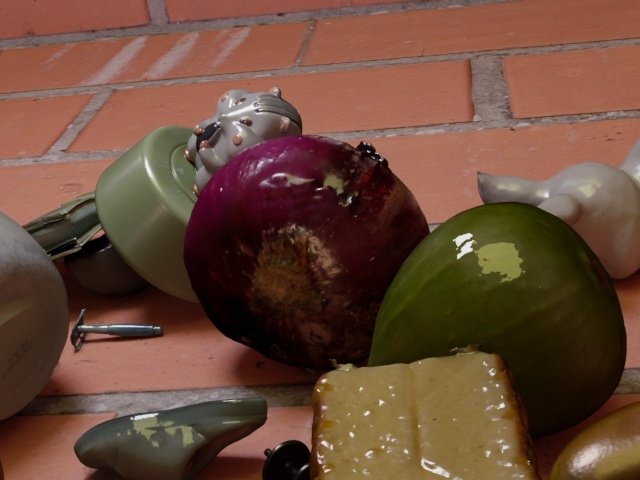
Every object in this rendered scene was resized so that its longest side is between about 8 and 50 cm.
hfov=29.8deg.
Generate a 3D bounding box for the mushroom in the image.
[{"bbox_3d":[-0.321,0.030,1.978,0.188,0.117,0.141,-24,3,-19],"label":"mushroom"}]

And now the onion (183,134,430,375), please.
[{"bbox_3d":[0.000,0.000,1.715,0.348,0.348,0.385,1,19,18],"label":"onion"}]

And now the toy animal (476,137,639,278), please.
[{"bbox_3d":[0.432,-0.070,1.821,0.367,0.241,0.196,-15,24,-17],"label":"toy animal"}]

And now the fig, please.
[{"bbox_3d":[0.204,0.110,1.473,0.316,0.316,0.316,-6,25,3],"label":"fig"}]

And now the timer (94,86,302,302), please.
[{"bbox_3d":[-0.150,-0.105,1.861,0.315,0.291,0.291,-46,5,31],"label":"timer"}]

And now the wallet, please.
[{"bbox_3d":[-0.424,-0.024,2.033,0.223,0.077,0.309,-25,7,22],"label":"wallet"}]

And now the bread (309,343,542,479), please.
[{"bbox_3d":[0.101,0.285,1.120,0.207,0.279,0.279,-5,27,1],"label":"bread"}]

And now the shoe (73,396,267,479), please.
[{"bbox_3d":[-0.180,0.259,1.484,0.251,0.103,0.100,-17,67,10],"label":"shoe"}]

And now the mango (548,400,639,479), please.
[{"bbox_3d":[0.351,0.244,1.309,0.221,0.120,0.151,-14,26,4],"label":"mango"}]

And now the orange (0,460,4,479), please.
[{"bbox_3d":[-0.483,0.295,1.381,0.249,0.183,0.249,3,40,-3],"label":"orange"}]

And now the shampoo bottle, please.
[{"bbox_3d":[-0.521,0.096,1.649,0.317,0.322,0.322,18,35,34],"label":"shampoo bottle"}]

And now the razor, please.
[{"bbox_3d":[-0.309,0.138,1.847,0.135,0.040,0.068,1,26,4],"label":"razor"}]

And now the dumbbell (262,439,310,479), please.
[{"bbox_3d":[-0.024,0.277,1.408,0.069,0.069,0.147,-22,28,-29],"label":"dumbbell"}]
